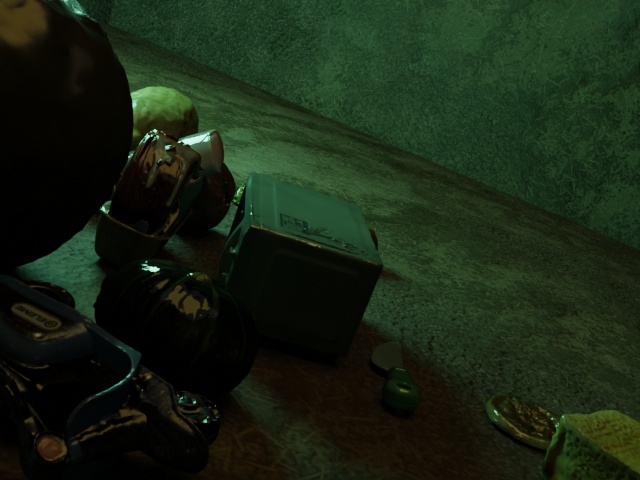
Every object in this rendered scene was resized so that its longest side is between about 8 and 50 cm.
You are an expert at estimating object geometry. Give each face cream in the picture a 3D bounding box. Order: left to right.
[{"bbox_3d":[-0.308,-0.130,1.536,0.269,0.073,0.107,-14,39,10],"label":"face cream"}]

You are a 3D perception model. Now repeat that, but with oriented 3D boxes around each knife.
[{"bbox_3d":[0.108,0.197,1.306,0.063,0.035,0.260,12,11,-4],"label":"knife"}]

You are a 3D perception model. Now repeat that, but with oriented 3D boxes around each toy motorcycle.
[{"bbox_3d":[-0.277,0.153,0.857,0.358,0.125,0.212,24,25,21],"label":"toy motorcycle"}]

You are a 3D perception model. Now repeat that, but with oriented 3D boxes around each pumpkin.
[{"bbox_3d":[-0.176,0.109,1.046,0.211,0.152,0.211,19,-2,1],"label":"pumpkin"}]

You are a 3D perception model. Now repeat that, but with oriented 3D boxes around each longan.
[{"bbox_3d":[-0.464,-0.155,1.127,0.436,0.404,0.404,-10,-5,38],"label":"longan"}]

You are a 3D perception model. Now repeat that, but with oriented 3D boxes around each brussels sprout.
[{"bbox_3d":[-0.159,-0.099,1.887,0.085,0.058,0.085,-9,33,6],"label":"brussels sprout"}]

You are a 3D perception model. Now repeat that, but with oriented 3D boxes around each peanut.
[{"bbox_3d":[-0.393,-0.252,1.904,0.192,0.169,0.387,15,17,5],"label":"peanut"}]

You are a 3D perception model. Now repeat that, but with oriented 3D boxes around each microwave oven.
[{"bbox_3d":[-0.043,0.038,1.361,0.237,0.181,0.295,18,17,-10],"label":"microwave oven"}]

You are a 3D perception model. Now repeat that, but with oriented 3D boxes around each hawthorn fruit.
[{"bbox_3d":[-0.247,-0.094,1.637,0.189,0.149,0.149,14,10,40],"label":"hawthorn fruit"}]

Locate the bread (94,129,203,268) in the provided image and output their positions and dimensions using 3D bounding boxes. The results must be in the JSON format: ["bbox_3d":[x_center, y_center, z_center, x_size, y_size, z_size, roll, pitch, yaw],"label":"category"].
[{"bbox_3d":[-0.280,-0.070,1.386,0.142,0.212,0.224,24,18,-2],"label":"bread"}]

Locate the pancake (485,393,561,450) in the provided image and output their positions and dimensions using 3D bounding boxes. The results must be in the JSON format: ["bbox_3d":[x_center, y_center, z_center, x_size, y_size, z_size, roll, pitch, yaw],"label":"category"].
[{"bbox_3d":[0.314,0.274,1.291,0.139,0.022,0.139,17,17,-5],"label":"pancake"}]

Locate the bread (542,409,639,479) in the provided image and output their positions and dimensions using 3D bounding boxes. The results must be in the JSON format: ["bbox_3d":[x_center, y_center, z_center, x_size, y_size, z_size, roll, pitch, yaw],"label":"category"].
[{"bbox_3d":[0.433,0.333,1.095,0.185,0.114,0.274,7,22,-47],"label":"bread"}]

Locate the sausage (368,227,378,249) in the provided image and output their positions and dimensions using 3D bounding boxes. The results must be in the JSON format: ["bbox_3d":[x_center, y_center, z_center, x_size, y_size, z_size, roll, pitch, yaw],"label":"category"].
[{"bbox_3d":[-0.004,-0.002,1.709,0.103,0.076,0.302,32,20,37],"label":"sausage"}]
